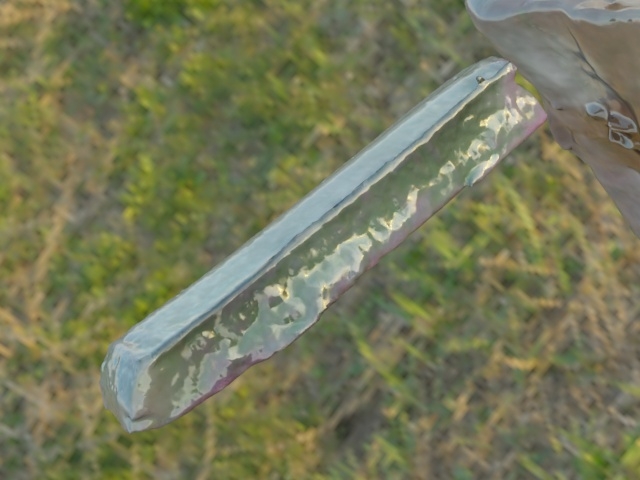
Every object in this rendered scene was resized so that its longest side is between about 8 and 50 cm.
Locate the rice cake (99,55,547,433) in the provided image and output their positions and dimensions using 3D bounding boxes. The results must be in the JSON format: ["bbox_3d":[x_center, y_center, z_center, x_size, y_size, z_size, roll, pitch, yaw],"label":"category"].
[{"bbox_3d":[0.000,0.000,0.724,0.206,0.036,0.047,-40,11,-20],"label":"rice cake"}]

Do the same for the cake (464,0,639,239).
[{"bbox_3d":[0.254,-0.136,0.846,0.237,0.230,0.309,17,68,50],"label":"cake"}]
